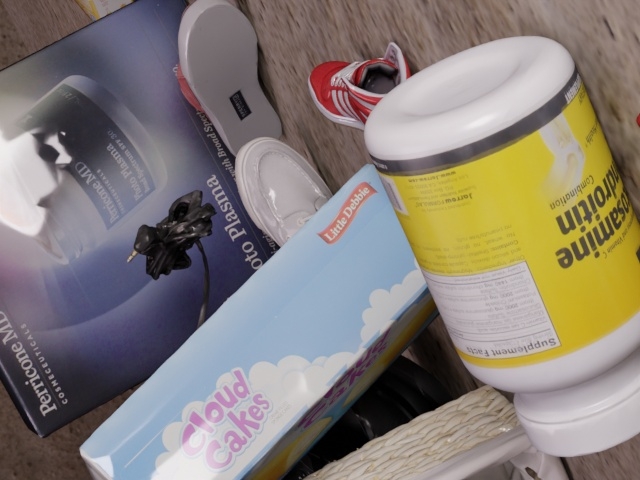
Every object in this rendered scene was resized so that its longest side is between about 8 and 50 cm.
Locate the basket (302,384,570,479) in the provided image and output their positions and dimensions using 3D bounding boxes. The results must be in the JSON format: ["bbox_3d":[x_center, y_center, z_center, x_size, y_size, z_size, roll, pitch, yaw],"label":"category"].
[{"bbox_3d":[0.081,0.186,1.307,0.113,0.167,0.103,66,173,-25],"label":"basket"}]

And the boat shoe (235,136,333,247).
[{"bbox_3d":[0.000,0.000,1.480,0.184,0.066,0.063,63,159,-6],"label":"boat shoe"}]

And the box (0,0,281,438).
[{"bbox_3d":[-0.194,-0.022,1.703,0.296,0.294,0.183,61,170,-2],"label":"box"}]

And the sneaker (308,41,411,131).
[{"bbox_3d":[0.024,-0.096,1.159,0.118,0.042,0.067,39,161,45],"label":"sneaker"}]

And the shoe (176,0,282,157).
[{"bbox_3d":[-0.087,-0.140,1.509,0.081,0.063,0.178,47,168,35],"label":"shoe"}]

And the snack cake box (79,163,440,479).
[{"bbox_3d":[-0.030,0.088,1.262,0.089,0.264,0.152,43,166,10],"label":"snack cake box"}]

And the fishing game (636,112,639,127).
[{"bbox_3d":[0.212,0.036,0.633,0.264,0.041,0.189,52,169,4],"label":"fishing game"}]

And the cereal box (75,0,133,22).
[{"bbox_3d":[-0.262,-0.338,1.866,0.173,0.047,0.240,49,164,49],"label":"cereal box"}]

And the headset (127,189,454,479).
[{"bbox_3d":[-0.008,0.150,1.410,0.394,0.243,0.185,55,152,6],"label":"headset"}]

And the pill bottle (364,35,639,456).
[{"bbox_3d":[0.099,0.005,0.902,0.184,0.103,0.103,65,169,-21],"label":"pill bottle"}]
